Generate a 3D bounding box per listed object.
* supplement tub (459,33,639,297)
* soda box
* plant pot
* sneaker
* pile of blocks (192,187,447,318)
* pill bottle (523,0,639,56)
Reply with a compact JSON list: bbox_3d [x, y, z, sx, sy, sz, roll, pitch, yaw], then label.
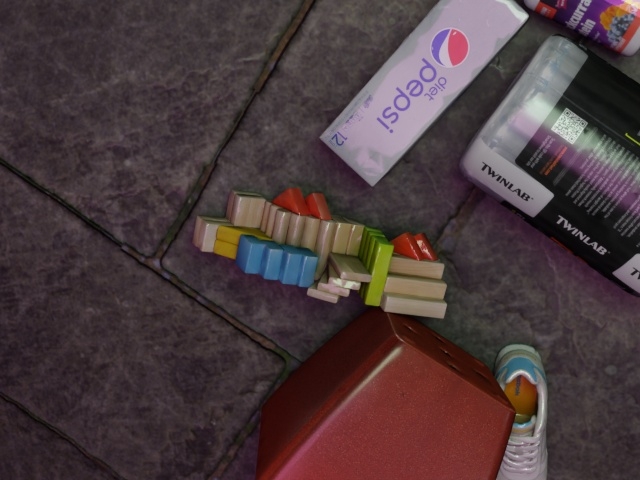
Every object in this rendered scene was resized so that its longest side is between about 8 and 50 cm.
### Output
[{"bbox_3d":[0.352,-0.072,1.089,0.338,0.207,0.207,36,108,4],"label":"supplement tub"},{"bbox_3d":[0.132,-0.205,1.168,0.098,0.091,0.286,43,107,2],"label":"soda box"},{"bbox_3d":[0.094,0.234,1.181,0.267,0.267,0.236,32,98,-8],"label":"plant pot"},{"bbox_3d":[0.264,0.261,1.244,0.087,0.092,0.229,-3,103,12],"label":"sneaker"},{"bbox_3d":[0.000,0.000,1.215,0.362,0.149,0.113,14,104,10],"label":"pile of blocks"},{"bbox_3d":[0.310,-0.308,1.096,0.193,0.108,0.108,28,107,6],"label":"pill bottle"}]
